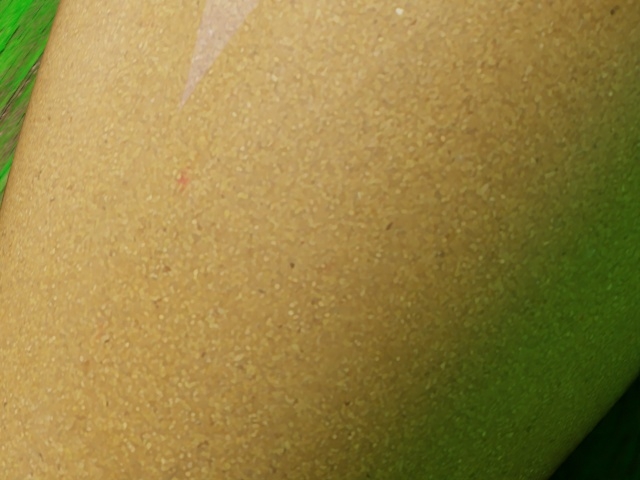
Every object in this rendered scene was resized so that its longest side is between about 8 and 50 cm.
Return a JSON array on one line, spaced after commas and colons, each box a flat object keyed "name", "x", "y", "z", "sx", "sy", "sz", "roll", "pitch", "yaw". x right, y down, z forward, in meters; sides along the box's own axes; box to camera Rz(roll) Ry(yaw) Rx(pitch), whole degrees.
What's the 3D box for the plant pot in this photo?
[{"name": "plant pot", "x": 0.000, "y": 0.000, "z": 0.559, "sx": 0.237, "sy": 0.237, "sz": 0.254, "roll": 12, "pitch": 70, "yaw": 60}]
